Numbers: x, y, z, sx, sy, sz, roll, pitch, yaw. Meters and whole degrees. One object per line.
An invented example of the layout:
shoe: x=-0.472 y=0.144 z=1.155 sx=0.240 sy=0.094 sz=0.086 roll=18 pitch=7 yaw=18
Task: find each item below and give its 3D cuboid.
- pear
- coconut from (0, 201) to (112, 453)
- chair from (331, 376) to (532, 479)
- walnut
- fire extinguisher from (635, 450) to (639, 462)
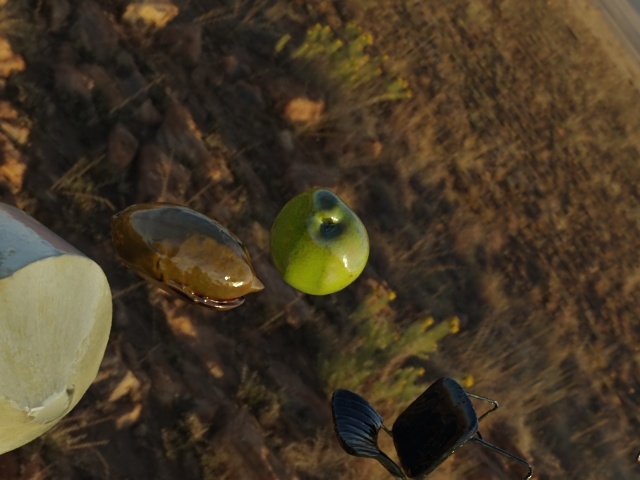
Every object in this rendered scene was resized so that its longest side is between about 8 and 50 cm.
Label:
pear: x=0.000 y=0.000 z=1.543 sx=0.187 sy=0.220 sz=0.187 roll=8 pitch=57 yaw=-12
coconut: x=-0.305 y=0.083 z=0.780 sx=0.241 sy=0.241 sz=0.241 roll=40 pitch=28 yaw=-27
chair: x=0.139 y=0.250 z=1.117 sx=0.221 sy=0.145 sz=0.140 roll=38 pitch=16 yaw=-26
walnut: x=-0.196 y=0.023 z=1.263 sx=0.245 sy=0.137 sz=0.137 roll=29 pitch=29 yaw=-5
fire extinguisher: x=0.475 y=0.257 z=0.809 sx=0.147 sy=0.337 sz=0.106 roll=-26 pitch=121 yaw=-34
